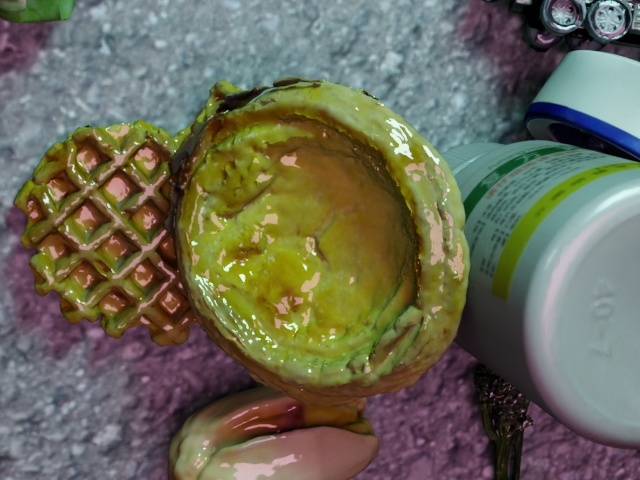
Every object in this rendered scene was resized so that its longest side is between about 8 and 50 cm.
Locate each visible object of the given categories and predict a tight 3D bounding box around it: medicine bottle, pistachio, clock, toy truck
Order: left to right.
[{"bbox_3d":[-0.047,0.197,1.049,0.200,0.117,0.145,-18,144,-19],"label":"pistachio"},{"bbox_3d":[0.198,0.022,0.956,0.208,0.339,0.208,-3,103,-15],"label":"medicine bottle"},{"bbox_3d":[0.272,-0.227,1.025,0.253,0.114,0.124,8,92,1],"label":"toy truck"},{"bbox_3d":[0.302,-0.082,1.022,0.230,0.230,0.083,35,87,-19],"label":"clock"}]

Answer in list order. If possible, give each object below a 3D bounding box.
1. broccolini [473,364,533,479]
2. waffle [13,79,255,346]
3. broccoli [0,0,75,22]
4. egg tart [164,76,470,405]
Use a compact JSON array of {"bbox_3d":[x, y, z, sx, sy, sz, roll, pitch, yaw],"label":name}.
[{"bbox_3d":[0.197,0.218,1.146,0.073,0.058,0.201,-9,103,-7],"label":"broccolini"},{"bbox_3d":[-0.141,-0.028,1.001,0.253,0.056,0.249,12,98,-17],"label":"waffle"},{"bbox_3d":[-0.238,-0.293,0.854,0.254,0.269,0.269,-41,114,-43],"label":"broccoli"},{"bbox_3d":[0.000,0.000,0.927,0.278,0.095,0.279,4,101,24],"label":"egg tart"}]
